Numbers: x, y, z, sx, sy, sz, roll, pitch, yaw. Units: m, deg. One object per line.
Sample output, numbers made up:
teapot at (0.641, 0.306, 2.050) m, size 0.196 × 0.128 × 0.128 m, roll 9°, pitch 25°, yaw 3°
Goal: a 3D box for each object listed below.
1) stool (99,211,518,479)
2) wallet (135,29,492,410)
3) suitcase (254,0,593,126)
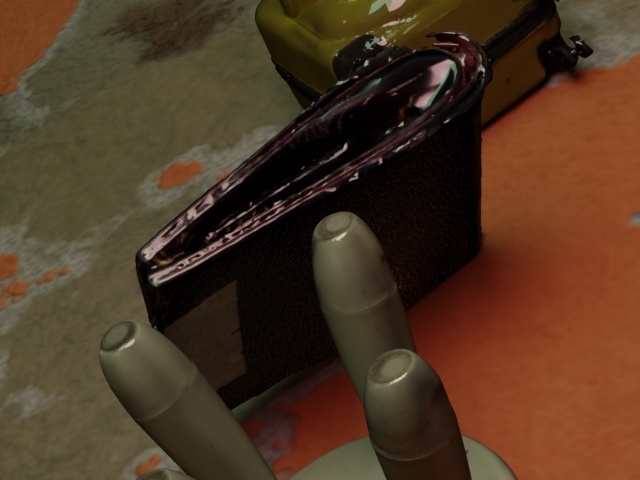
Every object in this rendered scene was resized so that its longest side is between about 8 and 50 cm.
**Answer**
stool at (-0.004, 0.128, 1.018) m, size 0.195 × 0.199 × 0.195 m, roll -28°, pitch 31°, yaw 4°
wallet at (0.000, 0.000, 1.156) m, size 0.262 × 0.221 × 0.071 m, roll -36°, pitch 66°, yaw -17°
suitcase at (0.069, -0.172, 1.408) m, size 0.194 × 0.143 × 0.235 m, roll -36°, pitch 33°, yaw -10°
